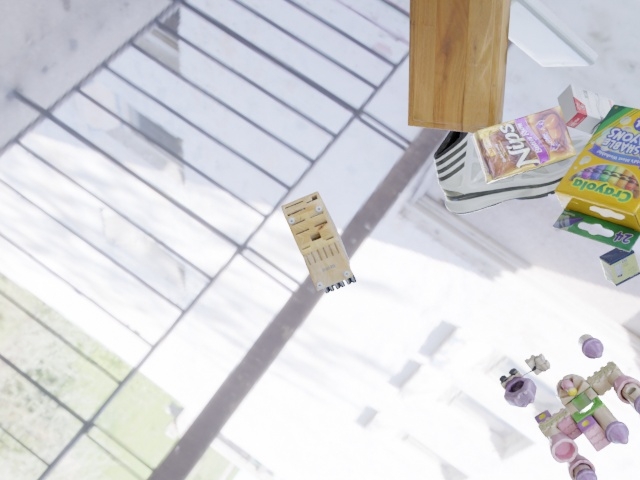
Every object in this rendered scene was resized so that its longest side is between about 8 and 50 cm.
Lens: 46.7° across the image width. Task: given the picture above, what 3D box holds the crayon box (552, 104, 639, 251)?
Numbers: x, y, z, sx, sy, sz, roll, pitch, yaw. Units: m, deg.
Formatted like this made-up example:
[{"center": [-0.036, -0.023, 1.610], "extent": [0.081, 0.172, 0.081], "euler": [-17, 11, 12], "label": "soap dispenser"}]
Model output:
[{"center": [0.682, -0.149, 1.677], "extent": [0.323, 0.203, 0.083], "euler": [-53, 133, -11], "label": "crayon box"}]

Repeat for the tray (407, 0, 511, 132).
[{"center": [0.293, -0.441, 1.582], "extent": [0.076, 0.202, 0.411], "euler": [-41, 135, -54], "label": "tray"}]

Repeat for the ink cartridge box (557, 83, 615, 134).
[{"center": [0.670, -0.321, 1.854], "extent": [0.056, 0.135, 0.099], "euler": [128, -30, -49], "label": "ink cartridge box"}]

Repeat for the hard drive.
[{"center": [0.566, -0.560, 1.973], "extent": [0.040, 0.307, 0.203], "euler": [-63, -152, -2], "label": "hard drive"}]

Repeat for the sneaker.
[{"center": [0.522, -0.247, 2.019], "extent": [0.447, 0.258, 0.169], "euler": [-18, -148, 16], "label": "sneaker"}]

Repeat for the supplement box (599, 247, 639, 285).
[{"center": [0.866, 0.072, 2.148], "extent": [0.083, 0.083, 0.056], "euler": [-27, -156, -2], "label": "supplement box"}]

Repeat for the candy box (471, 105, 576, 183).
[{"center": [0.415, -0.195, 1.520], "extent": [0.186, 0.109, 0.053], "euler": [-18, 177, -5], "label": "candy box"}]

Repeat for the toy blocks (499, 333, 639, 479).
[{"center": [0.646, 0.416, 1.761], "extent": [0.288, 0.309, 0.260], "euler": [-38, -168, 8], "label": "toy blocks"}]

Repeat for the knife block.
[{"center": [0.000, 0.000, 1.689], "extent": [0.088, 0.276, 0.242], "euler": [-23, -161, 3], "label": "knife block"}]
